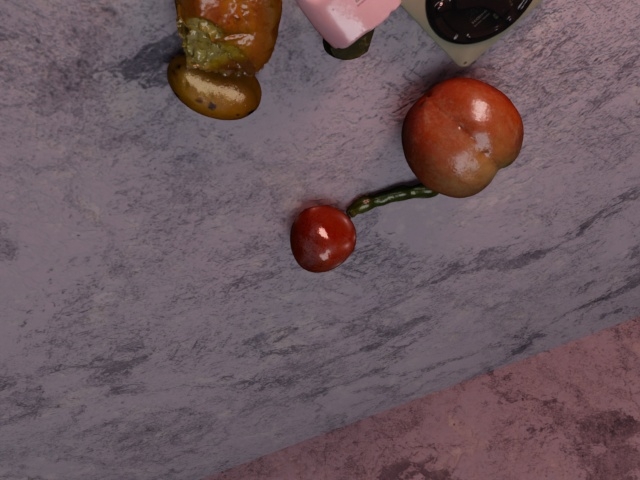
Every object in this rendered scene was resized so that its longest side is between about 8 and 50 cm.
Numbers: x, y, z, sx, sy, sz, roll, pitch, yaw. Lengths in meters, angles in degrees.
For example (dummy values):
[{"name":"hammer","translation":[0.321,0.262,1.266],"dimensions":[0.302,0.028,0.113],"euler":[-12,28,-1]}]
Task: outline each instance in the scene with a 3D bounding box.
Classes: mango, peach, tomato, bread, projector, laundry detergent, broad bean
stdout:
[{"name":"mango","translation":[-0.199,-0.283,1.154],"dimensions":[0.178,0.090,0.115],"euler":[6,139,-21]},{"name":"peach","translation":[0.294,-0.222,1.317],"dimensions":[0.252,0.252,0.252],"euler":[-11,141,-9]},{"name":"tomato","translation":[0.000,0.000,1.510],"dimensions":[0.167,0.167,0.167],"euler":[-11,141,-9]},{"name":"bread","translation":[-0.152,-0.392,1.015],"dimensions":[0.179,0.133,0.250],"euler":[-8,141,-19]},{"name":"projector","translation":[0.295,-0.474,1.132],"dimensions":[0.257,0.079,0.259],"euler":[-40,138,23]},{"name":"laundry detergent","translation":[-0.014,-0.464,0.926],"dimensions":[0.159,0.088,0.335],"euler":[-42,115,-7]},{"name":"broad bean","translation":[0.182,-0.106,1.546],"dimensions":[0.256,0.052,0.053],"euler":[-16,101,1]}]

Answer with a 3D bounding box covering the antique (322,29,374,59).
[{"name":"antique","translation":[0.059,-0.431,1.093],"dimensions":[0.081,0.080,0.221],"euler":[-2,140,-18]}]
